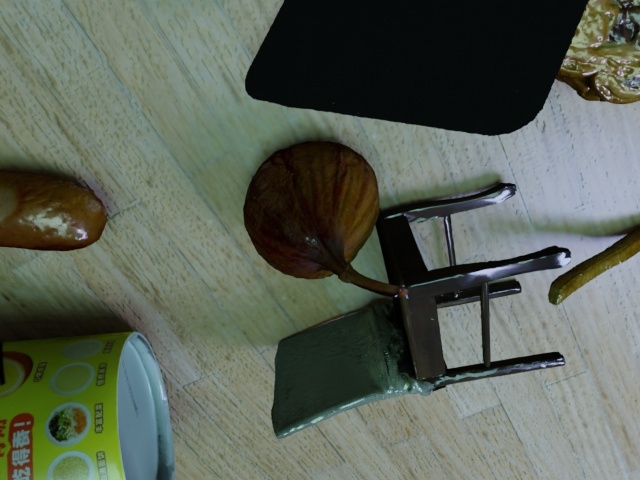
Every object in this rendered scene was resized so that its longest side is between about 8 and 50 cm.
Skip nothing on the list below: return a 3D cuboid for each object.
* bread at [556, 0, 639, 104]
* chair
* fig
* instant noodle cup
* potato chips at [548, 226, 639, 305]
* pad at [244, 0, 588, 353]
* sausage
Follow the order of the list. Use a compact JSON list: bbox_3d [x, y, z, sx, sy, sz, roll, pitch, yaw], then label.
[{"bbox_3d":[0.227,-0.204,0.409,0.149,0.143,0.158,32,114,-9],"label":"bread"},{"bbox_3d":[0.078,0.074,0.550,0.319,0.160,0.186,-13,123,5],"label":"chair"},{"bbox_3d":[0.000,0.000,0.484,0.134,0.201,0.146,7,127,-20],"label":"fig"},{"bbox_3d":[-0.298,0.239,0.559,0.222,0.311,0.311,-11,118,-6],"label":"instant noodle cup"},{"bbox_3d":[0.327,0.018,0.562,0.204,0.037,0.026,-24,102,-15],"label":"potato chips"},{"bbox_3d":[0.038,-0.084,0.386,0.250,0.055,0.323,20,99,34],"label":"pad"},{"bbox_3d":[-0.378,-0.017,0.530,0.302,0.076,0.102,-11,126,6],"label":"sausage"}]
